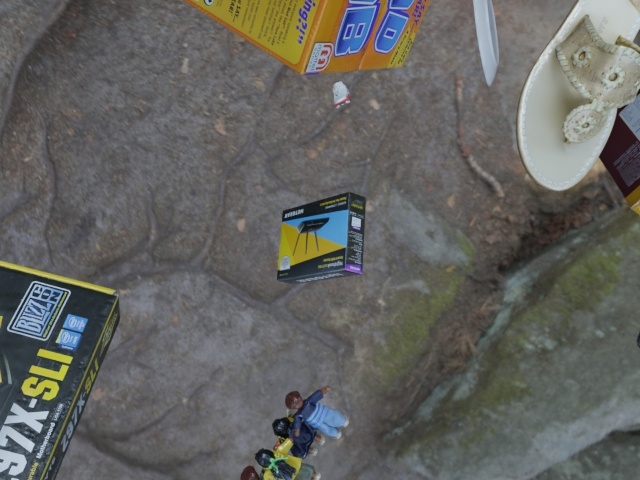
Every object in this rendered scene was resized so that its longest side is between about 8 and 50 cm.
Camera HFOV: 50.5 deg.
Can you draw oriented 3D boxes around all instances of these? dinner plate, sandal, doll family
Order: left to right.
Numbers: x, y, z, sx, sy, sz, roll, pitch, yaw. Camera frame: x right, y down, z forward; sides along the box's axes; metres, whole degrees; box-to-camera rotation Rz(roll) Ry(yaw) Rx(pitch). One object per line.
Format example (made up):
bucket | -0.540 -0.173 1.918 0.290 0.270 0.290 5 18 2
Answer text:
doll family | -0.041 0.294 0.972 0.111 0.076 0.193 37 69 -27
dinner plate | 0.212 -0.268 0.863 0.141 0.017 0.141 -7 90 -68
sandal | 0.240 -0.161 0.571 0.088 0.079 0.240 24 86 -2

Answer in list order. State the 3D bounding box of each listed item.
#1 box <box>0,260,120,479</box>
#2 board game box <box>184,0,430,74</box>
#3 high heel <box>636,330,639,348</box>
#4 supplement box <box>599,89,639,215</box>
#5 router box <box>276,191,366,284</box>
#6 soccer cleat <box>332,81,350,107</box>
box | -0.429 0.182 0.852 0.257 0.322 0.079 16 145 -3
board game box | 0.000 -0.560 1.277 0.356 0.356 0.357 -21 142 -50
high heel | 0.488 0.068 0.892 0.093 0.186 0.261 6 105 7
supplement box | 0.417 -0.073 0.724 0.191 0.194 0.129 33 119 -15
router box | 0.000 0.000 1.162 0.046 0.179 0.133 15 71 -38
soccer cleat | 0.032 -0.242 1.118 0.029 0.083 0.036 -23 106 17
